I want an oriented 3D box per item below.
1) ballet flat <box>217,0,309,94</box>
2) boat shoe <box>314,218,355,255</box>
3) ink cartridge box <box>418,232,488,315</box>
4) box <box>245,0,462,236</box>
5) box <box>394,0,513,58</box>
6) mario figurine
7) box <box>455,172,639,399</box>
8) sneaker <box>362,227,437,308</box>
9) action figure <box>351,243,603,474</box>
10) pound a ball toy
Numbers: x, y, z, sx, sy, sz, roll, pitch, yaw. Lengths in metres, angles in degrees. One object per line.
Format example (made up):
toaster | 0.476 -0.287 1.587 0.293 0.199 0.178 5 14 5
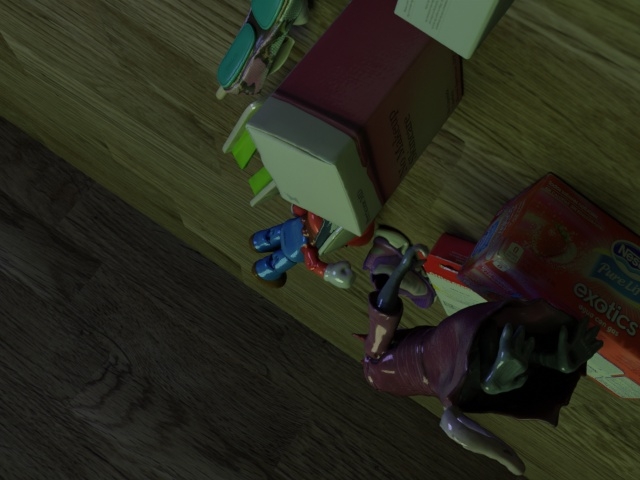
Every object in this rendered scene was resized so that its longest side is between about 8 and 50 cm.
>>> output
ballet flat | -0.062 -0.277 0.872 0.221 0.079 0.077 -53 52 41
boat shoe | 0.047 -0.066 1.131 0.079 0.095 0.254 50 142 14
ink cartridge box | 0.269 0.072 1.183 0.134 0.078 0.231 22 158 36
box | 0.048 -0.149 0.772 0.126 0.232 0.149 28 161 28
box | 0.134 -0.241 0.593 0.087 0.102 0.101 36 162 8
mario figurine | 0.000 0.000 1.358 0.320 0.170 0.198 -24 100 45
box | 0.359 0.071 0.903 0.300 0.142 0.154 36 162 1
sneaker | 0.157 0.079 1.374 0.095 0.105 0.236 15 154 45
action figure | 0.165 0.171 0.883 0.248 0.276 0.370 38 150 -24
pound a ball toy | -0.073 -0.197 1.108 0.208 0.135 0.319 63 161 0
